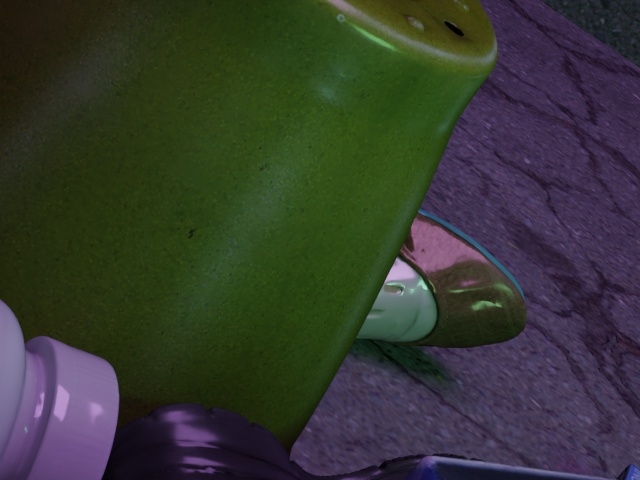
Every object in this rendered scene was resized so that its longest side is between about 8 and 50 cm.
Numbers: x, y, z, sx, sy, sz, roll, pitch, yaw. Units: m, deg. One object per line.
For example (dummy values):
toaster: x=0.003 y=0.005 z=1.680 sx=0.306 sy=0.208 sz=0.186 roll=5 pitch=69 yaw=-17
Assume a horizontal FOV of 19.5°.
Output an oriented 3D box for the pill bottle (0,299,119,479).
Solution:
pill bottle: x=-0.211 y=0.065 z=0.841 sx=0.221 sy=0.121 sz=0.121 roll=23 pitch=27 yaw=-25

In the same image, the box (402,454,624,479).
box: x=0.113 y=0.329 z=0.728 sx=0.212 sy=0.293 sz=0.395 roll=14 pitch=32 yaw=-45

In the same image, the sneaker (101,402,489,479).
sneaker: x=0.014 y=0.176 z=0.951 sx=0.286 sy=0.109 sz=0.130 roll=12 pitch=38 yaw=-28

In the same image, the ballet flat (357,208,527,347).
ballet flat: x=0.000 y=0.000 z=1.446 sx=0.342 sy=0.116 sz=0.124 roll=38 pitch=43 yaw=-1

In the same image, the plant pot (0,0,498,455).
plant pot: x=-0.096 y=-0.049 z=1.052 sx=0.366 sy=0.353 sz=0.366 roll=32 pitch=23 yaw=-15

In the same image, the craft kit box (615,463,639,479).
craft kit box: x=0.291 y=0.303 z=1.363 sx=0.247 sy=0.061 sz=0.250 roll=38 pitch=22 yaw=5
